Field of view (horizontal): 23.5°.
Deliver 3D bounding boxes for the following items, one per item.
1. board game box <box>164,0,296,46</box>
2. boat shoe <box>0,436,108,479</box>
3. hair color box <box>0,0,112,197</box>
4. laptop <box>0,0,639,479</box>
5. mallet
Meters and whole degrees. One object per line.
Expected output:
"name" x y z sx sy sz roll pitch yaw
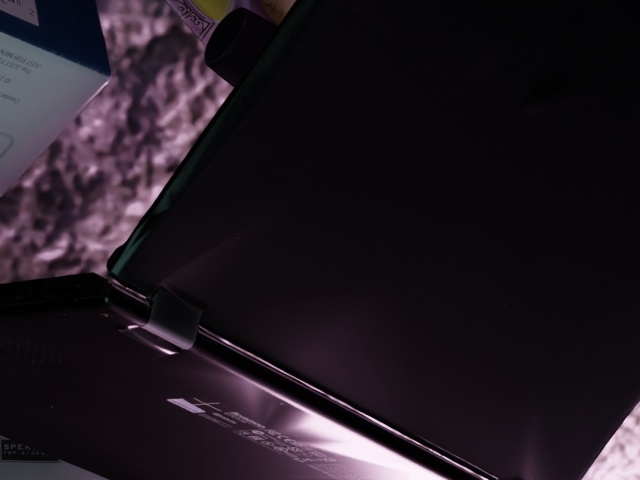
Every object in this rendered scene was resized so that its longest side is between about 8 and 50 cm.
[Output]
"board game box" 0.079 -0.102 0.854 0.208 0.056 0.347 -34 126 15
"boat shoe" -0.182 0.145 1.019 0.219 0.077 0.070 13 160 -27
"hair color box" -0.281 -0.038 0.787 0.174 0.105 0.347 22 129 -40
"laptop" 0.000 0.000 0.840 0.408 0.236 0.382 -7 152 38
"mallet" 0.028 -0.133 0.772 0.190 0.039 0.062 -38 123 18
